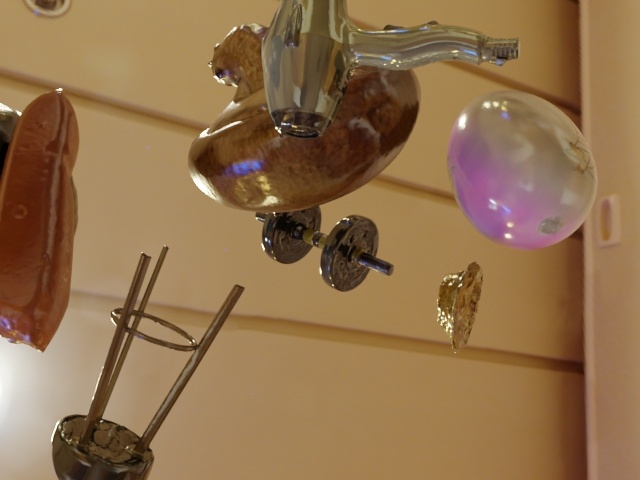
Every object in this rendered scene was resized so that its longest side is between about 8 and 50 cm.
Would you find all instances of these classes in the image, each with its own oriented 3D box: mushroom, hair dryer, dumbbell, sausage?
[{"bbox_3d":[-0.047,-0.184,0.944,0.345,0.345,0.259,-40,-69,-29],"label":"mushroom"},{"bbox_3d":[0.040,-0.220,0.605,0.088,0.225,0.219,20,-126,-69],"label":"hair dryer"},{"bbox_3d":[0.000,0.000,1.252,0.143,0.325,0.143,-29,-50,-41],"label":"dumbbell"},{"bbox_3d":[-0.350,-0.037,0.827,0.094,0.097,0.348,3,-115,-18],"label":"sausage"}]

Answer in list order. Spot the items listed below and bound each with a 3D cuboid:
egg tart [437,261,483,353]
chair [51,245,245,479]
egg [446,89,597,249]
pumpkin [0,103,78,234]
[{"bbox_3d":[0.184,0.088,0.912,0.049,0.129,0.129,12,-114,21],"label":"egg tart"},{"bbox_3d":[-0.167,0.116,0.609,0.104,0.095,0.221,24,-92,-33],"label":"chair"},{"bbox_3d":[0.278,-0.107,0.951,0.196,0.196,0.271,33,-144,-18],"label":"egg"},{"bbox_3d":[-0.517,-0.056,1.009,0.315,0.238,0.315,-21,-50,-28],"label":"pumpkin"}]
